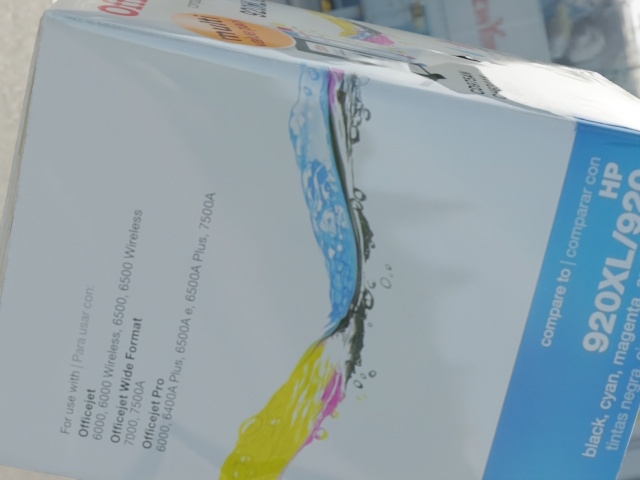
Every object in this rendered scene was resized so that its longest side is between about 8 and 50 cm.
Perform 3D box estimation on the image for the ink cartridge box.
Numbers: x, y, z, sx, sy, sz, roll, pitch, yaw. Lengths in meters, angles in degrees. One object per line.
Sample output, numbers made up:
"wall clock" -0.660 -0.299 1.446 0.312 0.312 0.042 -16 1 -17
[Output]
"ink cartridge box" 0.000 0.000 0.499 0.171 0.232 0.168 -98 -160 -72
